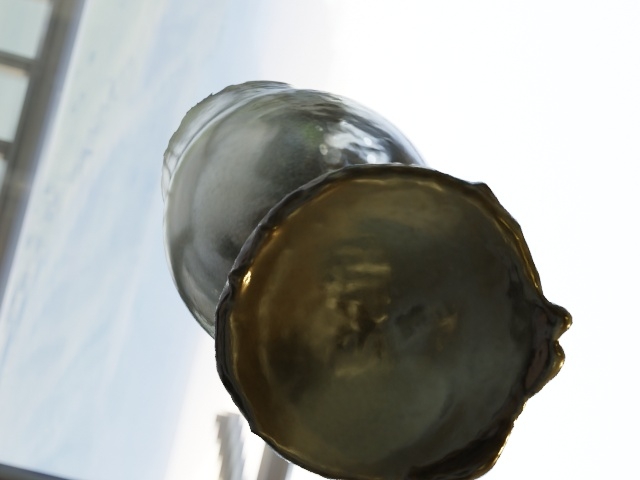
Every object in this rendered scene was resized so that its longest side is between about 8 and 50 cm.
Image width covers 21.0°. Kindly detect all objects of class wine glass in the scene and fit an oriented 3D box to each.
[{"bbox_3d":[0.000,0.000,0.583,0.222,0.103,0.103,-128,-127,-72],"label":"wine glass"}]
